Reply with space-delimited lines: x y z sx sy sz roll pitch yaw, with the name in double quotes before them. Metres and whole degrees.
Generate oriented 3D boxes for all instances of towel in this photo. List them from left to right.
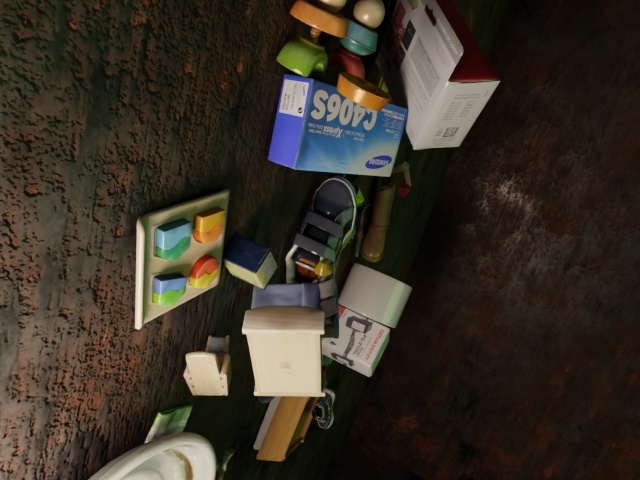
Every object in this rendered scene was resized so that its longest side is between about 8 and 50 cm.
"towel" -0.318 0.410 0.920 0.151 0.023 0.113 -67 161 -2

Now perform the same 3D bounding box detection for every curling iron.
"curling iron" 0.145 -0.034 1.628 0.068 0.035 0.273 -51 155 -38

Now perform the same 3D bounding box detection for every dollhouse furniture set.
"dollhouse furniture set" -0.105 0.128 0.927 0.303 0.287 0.198 -89 178 -51

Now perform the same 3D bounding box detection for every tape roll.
"tape roll" 0.205 0.209 1.742 0.169 0.246 0.246 -65 161 -4

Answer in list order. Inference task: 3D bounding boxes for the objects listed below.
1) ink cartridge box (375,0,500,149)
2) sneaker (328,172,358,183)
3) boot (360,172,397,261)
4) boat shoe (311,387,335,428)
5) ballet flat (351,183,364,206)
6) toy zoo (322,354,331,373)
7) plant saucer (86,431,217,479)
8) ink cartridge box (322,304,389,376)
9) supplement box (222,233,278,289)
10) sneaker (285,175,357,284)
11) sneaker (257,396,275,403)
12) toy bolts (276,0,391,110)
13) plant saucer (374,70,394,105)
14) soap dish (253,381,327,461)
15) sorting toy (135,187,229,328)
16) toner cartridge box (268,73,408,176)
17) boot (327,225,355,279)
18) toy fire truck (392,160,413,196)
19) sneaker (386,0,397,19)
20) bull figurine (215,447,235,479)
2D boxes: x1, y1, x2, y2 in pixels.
"ink cartridge box" 0.262 -0.414 1.037 0.271 0.130 0.309 109 -31 -58
"sneaker" 0.061 -0.198 1.158 0.097 0.084 0.234 -61 159 -11
"boot" 0.211 -0.090 1.659 0.269 0.089 0.236 94 9 -45
"boat shoe" 0.001 0.589 1.546 0.083 0.065 0.183 -38 140 -49
"ballet flat" 0.063 -0.114 1.292 0.231 0.077 0.077 -37 123 -60
"toy zoo" -0.005 0.493 1.822 0.293 0.030 0.192 -48 153 -43
"plant saucer" -0.352 0.497 0.776 0.400 0.101 0.400 -42 144 -42
"ink cartridge box" 0.113 0.362 1.675 0.172 0.237 0.100 -55 157 -32
"supplement box" -0.138 0.043 0.895 0.056 0.083 0.083 -58 158 -23
"sneaker" 0.000 0.000 1.150 0.127 0.126 0.320 -38 147 -65
"sneaker" -0.136 0.438 1.385 0.144 0.053 0.059 -48 155 -40
"toy bolts" 0.067 -0.358 0.823 0.158 0.218 0.228 -62 172 28
"plant saucer" 0.206 -0.448 1.333 0.200 0.037 0.199 -52 155 -37
"soap dish" -0.095 0.585 1.555 0.290 0.118 0.229 -68 161 3
"sorting toy" -0.215 0.026 0.744 0.208 0.038 0.192 -36 143 -56
"toner cartridge box" 0.052 -0.229 0.966 0.348 0.075 0.165 -7 116 -50
"boot" 0.042 0.029 1.372 0.165 0.077 0.213 -49 153 -47
"toy fire truck" 0.242 -0.242 1.503 0.047 0.135 0.192 -55 157 -32
"sneaker" 0.221 -0.587 1.161 0.129 0.111 0.297 -48 153 -8
"bull figurine" -0.294 0.589 1.069 0.310 0.101 0.188 -16 122 -68
